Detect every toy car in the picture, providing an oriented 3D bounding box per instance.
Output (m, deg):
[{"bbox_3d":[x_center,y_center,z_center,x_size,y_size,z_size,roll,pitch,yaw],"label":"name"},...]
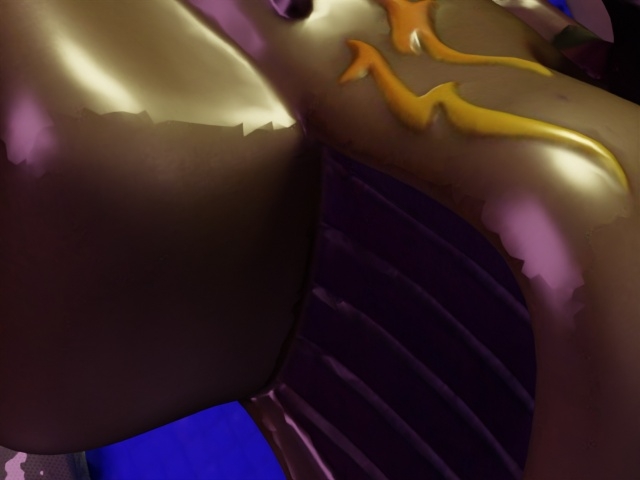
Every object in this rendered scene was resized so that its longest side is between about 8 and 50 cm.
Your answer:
[{"bbox_3d":[0.000,0.000,0.494,0.340,0.240,0.271,40,133,32],"label":"toy car"}]

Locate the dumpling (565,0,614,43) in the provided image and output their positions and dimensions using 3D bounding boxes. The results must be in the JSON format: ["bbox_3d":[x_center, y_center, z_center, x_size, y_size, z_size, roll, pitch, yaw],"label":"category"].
[{"bbox_3d":[0.162,-0.102,0.534,0.181,0.111,0.155,50,130,48],"label":"dumpling"}]

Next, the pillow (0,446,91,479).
[{"bbox_3d":[-0.190,0.082,0.754,0.169,0.059,0.255,-23,74,30],"label":"pillow"}]
